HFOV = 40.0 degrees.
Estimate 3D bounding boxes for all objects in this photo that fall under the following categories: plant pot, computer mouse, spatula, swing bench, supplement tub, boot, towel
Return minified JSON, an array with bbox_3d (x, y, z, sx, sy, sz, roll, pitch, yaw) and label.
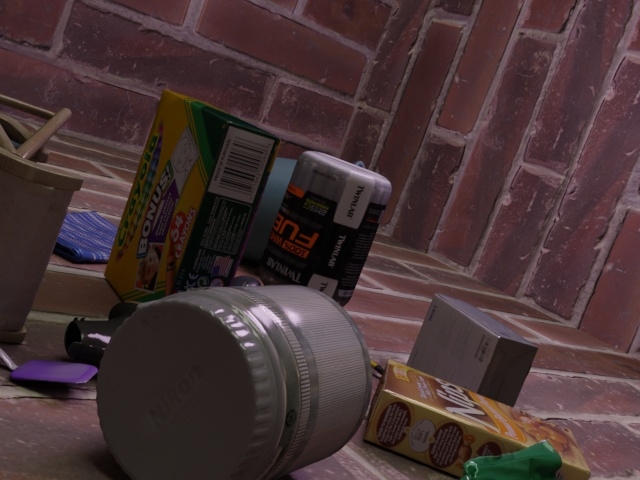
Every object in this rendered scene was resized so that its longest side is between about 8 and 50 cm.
[{"bbox_3d":[-0.094,-0.065,2.193,0.334,0.341,0.341,13,6,12],"label":"plant pot"},{"bbox_3d":[-0.143,0.121,1.496,0.071,0.041,0.242,14,27,-3],"label":"computer mouse"},{"bbox_3d":[-0.417,0.125,1.069,0.297,0.030,0.084,20,7,0],"label":"spatula"},{"bbox_3d":[-0.439,-0.045,1.169,0.165,0.253,0.254,16,22,-26],"label":"swing bench"},{"bbox_3d":[0.000,0.000,1.822,0.207,0.337,0.207,20,8,-3],"label":"supplement tub"},{"bbox_3d":[-0.295,0.119,1.206,0.137,0.076,0.198,22,6,-32],"label":"boot"},{"bbox_3d":[-0.482,-0.015,1.809,0.243,0.040,0.336,24,9,20],"label":"towel"}]

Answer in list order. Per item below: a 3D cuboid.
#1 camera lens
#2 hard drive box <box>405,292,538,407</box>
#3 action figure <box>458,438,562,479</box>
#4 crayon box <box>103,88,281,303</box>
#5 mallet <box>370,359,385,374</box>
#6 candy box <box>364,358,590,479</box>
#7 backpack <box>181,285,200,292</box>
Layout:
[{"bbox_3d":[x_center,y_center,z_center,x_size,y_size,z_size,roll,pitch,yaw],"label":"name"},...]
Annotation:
[{"bbox_3d":[-0.083,0.160,0.982,0.219,0.219,0.274,24,9,25],"label":"camera lens"},{"bbox_3d":[0.260,0.219,1.575,0.089,0.181,0.232,17,10,-25],"label":"hard drive box"},{"bbox_3d":[0.236,0.324,1.130,0.232,0.063,0.137,16,53,-44],"label":"action figure"},{"bbox_3d":[-0.229,-0.046,1.474,0.106,0.362,0.313,15,10,-33],"label":"crayon box"},{"bbox_3d":[0.093,0.230,1.622,0.190,0.039,0.062,32,13,40],"label":"mallet"},{"bbox_3d":[0.231,0.294,1.333,0.317,0.087,0.183,22,8,4],"label":"candy box"},{"bbox_3d":[-0.172,0.146,1.305,0.098,0.101,0.120,12,43,-25],"label":"backpack"}]
